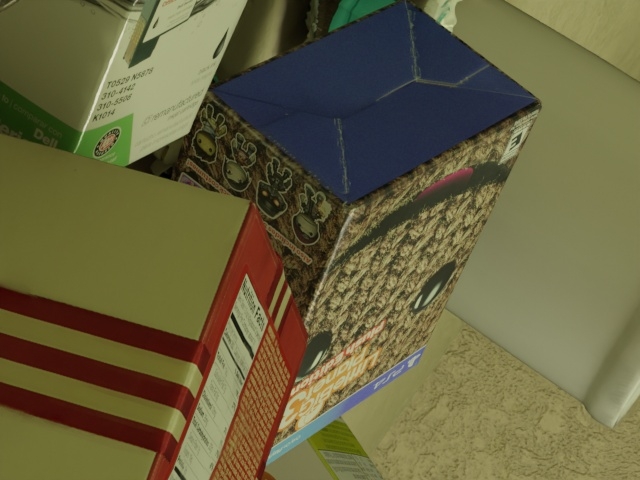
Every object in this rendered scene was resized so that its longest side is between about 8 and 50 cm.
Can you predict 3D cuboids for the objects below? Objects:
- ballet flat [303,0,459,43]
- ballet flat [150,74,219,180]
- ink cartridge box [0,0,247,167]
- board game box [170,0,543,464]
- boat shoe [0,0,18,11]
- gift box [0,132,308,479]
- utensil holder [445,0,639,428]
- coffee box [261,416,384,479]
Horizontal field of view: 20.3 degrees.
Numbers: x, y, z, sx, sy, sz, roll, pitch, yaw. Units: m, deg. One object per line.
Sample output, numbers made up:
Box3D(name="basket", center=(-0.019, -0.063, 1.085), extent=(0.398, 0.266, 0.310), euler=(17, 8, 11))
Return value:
Box3D(name="ballet flat", center=(0.055, -0.236, 1.381), extent=(0.147, 0.147, 0.409), euler=(-47, 168, -33))
Box3D(name="ballet flat", center=(-0.098, -0.072, 1.320), extent=(0.070, 0.070, 0.188), euler=(-52, 163, -16))
Box3D(name="ink cartridge box", center=(-0.107, -0.151, 1.008), extent=(0.160, 0.092, 0.219), euler=(-36, 157, -57))
Box3D(name="board game box", center=(0.000, 0.000, 1.331), extent=(0.232, 0.141, 0.291), euler=(-30, 152, -42))
Box3D(name="boat shoe", center=(-0.158, -0.156, 0.811), extent=(0.285, 0.103, 0.092), euler=(-46, 170, -21))
Box3D(name="gift box", center=(-0.178, 0.095, 0.929), extent=(0.255, 0.258, 0.276), euler=(78, 32, -64))
Box3D(name="utensil holder", center=(0.239, -0.046, 1.877), extent=(0.327, 0.385, 0.327), euler=(-51, 167, -17))
Box3D(name="coffee box", center=(-0.068, 0.362, 1.700), extent=(0.337, 0.334, 0.338), euler=(-36, 168, 3))
